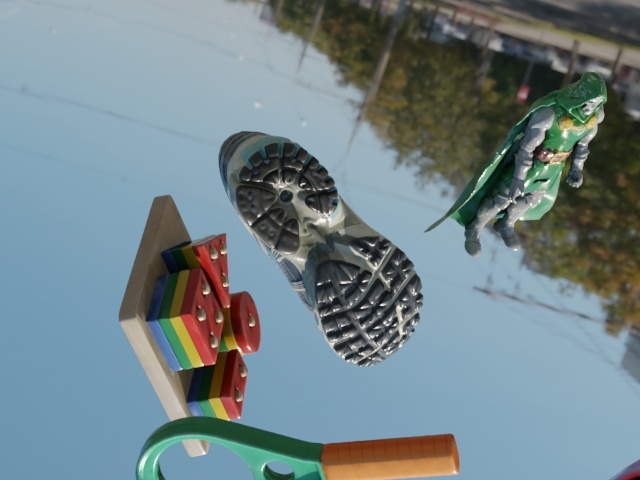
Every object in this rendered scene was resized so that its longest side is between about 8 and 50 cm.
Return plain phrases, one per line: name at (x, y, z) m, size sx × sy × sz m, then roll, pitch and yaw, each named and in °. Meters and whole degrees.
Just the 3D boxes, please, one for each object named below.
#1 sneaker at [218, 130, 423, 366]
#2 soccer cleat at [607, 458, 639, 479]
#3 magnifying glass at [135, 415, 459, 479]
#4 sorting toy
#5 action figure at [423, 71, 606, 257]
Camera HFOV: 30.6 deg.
sneaker at (0.000, 0.000, 1.124) m, size 0.283 × 0.110 × 0.122 m, roll 57°, pitch 172°, yaw -30°
soccer cleat at (0.326, 0.329, 1.372) m, size 0.095 × 0.248 × 0.083 m, roll -3°, pitch -125°, yaw -48°
magnifying glass at (-0.020, 0.158, 0.814) m, size 0.231 × 0.092 × 0.026 m, roll -9°, pitch -151°, yaw 15°
sorting toy at (-0.158, 0.105, 1.565) m, size 0.090 × 0.257 × 0.255 m, roll -11°, pitch -144°, yaw 13°
action figure at (0.198, -0.071, 1.074) m, size 0.137 × 0.232 × 0.063 m, roll -11°, pitch -121°, yaw -26°
